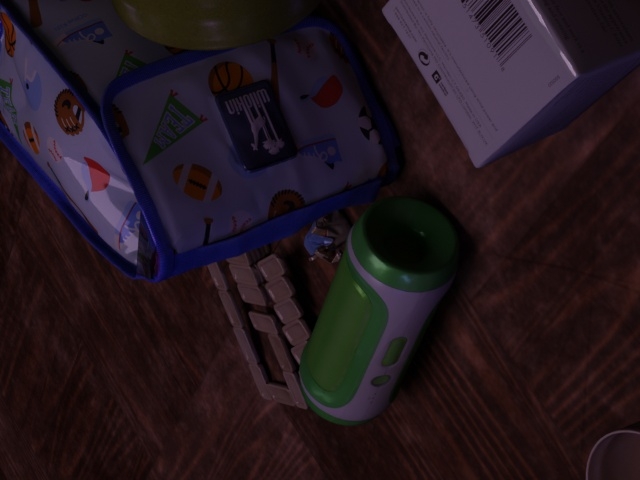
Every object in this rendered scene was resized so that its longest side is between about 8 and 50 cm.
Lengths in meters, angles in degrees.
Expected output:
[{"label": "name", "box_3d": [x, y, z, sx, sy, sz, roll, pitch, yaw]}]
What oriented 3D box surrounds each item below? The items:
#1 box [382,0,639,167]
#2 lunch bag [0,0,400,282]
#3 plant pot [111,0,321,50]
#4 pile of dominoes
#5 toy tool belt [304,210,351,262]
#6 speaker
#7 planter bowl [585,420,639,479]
[{"label": "box", "box_3d": [0.175, -0.192, 1.274, 0.181, 0.119, 0.182, 61, 149, 10]}, {"label": "lunch bag", "box_3d": [-0.143, -0.144, 1.593, 0.385, 0.328, 0.239, 49, 145, 30]}, {"label": "plant pot", "box_3d": [-0.118, -0.390, 1.417, 0.366, 0.366, 0.353, 41, 151, 36]}, {"label": "pile of dominoes", "box_3d": [-0.055, 0.109, 1.916, 0.196, 0.040, 0.251, 7, 124, 54]}, {"label": "toy tool belt", "box_3d": [0.000, 0.000, 1.725, 0.052, 0.051, 0.083, 54, 147, 21]}, {"label": "speaker", "box_3d": [0.061, 0.085, 1.619, 0.131, 0.131, 0.296, 51, 145, 25]}, {"label": "planter bowl", "box_3d": [0.337, 0.224, 1.305, 0.162, 0.109, 0.162, 35, 137, 41]}]
